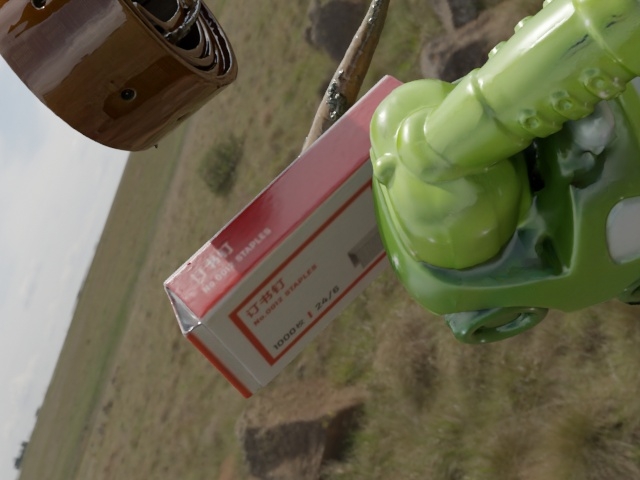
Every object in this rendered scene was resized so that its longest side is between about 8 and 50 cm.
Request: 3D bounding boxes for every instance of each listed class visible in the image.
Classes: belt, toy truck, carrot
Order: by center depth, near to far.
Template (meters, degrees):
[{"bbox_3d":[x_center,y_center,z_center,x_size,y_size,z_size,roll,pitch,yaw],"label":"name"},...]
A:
[{"bbox_3d":[0.106,-0.041,0.451,0.187,0.210,0.148,-25,63,21],"label":"toy truck"},{"bbox_3d":[-0.157,-0.164,0.646,0.105,0.184,0.261,-38,20,14],"label":"belt"},{"bbox_3d":[0.025,-0.149,0.890,0.049,0.049,0.254,-92,21,-59],"label":"carrot"}]

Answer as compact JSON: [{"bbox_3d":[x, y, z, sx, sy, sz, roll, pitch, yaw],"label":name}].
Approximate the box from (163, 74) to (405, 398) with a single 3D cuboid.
[{"bbox_3d":[-0.001,0.000,0.609,0.229,0.050,0.123,-44,-36,-11],"label":"box"}]
